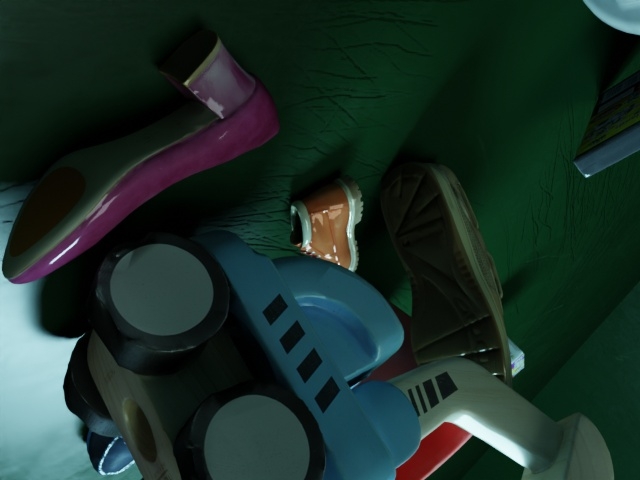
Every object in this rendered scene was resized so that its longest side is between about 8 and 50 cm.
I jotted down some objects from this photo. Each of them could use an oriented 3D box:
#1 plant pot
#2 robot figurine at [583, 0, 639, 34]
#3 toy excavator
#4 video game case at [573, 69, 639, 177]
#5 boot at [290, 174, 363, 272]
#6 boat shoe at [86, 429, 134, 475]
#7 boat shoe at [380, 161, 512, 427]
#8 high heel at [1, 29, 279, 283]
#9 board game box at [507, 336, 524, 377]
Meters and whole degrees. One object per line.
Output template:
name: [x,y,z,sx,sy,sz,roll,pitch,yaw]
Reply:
plant pot: [0.091,0.225,0.990,0.274,0.243,0.275,-29,148,-20]
robot figurine: [0.400,-0.319,0.671,0.353,0.199,0.300,-15,105,-34]
toy excavator: [0.043,0.158,0.641,0.445,0.433,0.222,-21,159,-36]
video game case: [0.487,-0.214,0.882,0.274,0.035,0.248,-34,-170,42]
boot: [0.000,0.000,0.776,0.084,0.059,0.158,-25,138,-23]
boat shoe: [-0.190,0.197,0.768,0.109,0.089,0.258,6,126,-53]
boat shoe: [0.178,0.064,0.822,0.121,0.342,0.110,-15,178,39]
high heel: [-0.134,-0.045,0.523,0.244,0.082,0.117,-52,142,-8]
board game box: [0.299,0.305,1.452,0.275,0.144,0.142,-40,151,-3]
